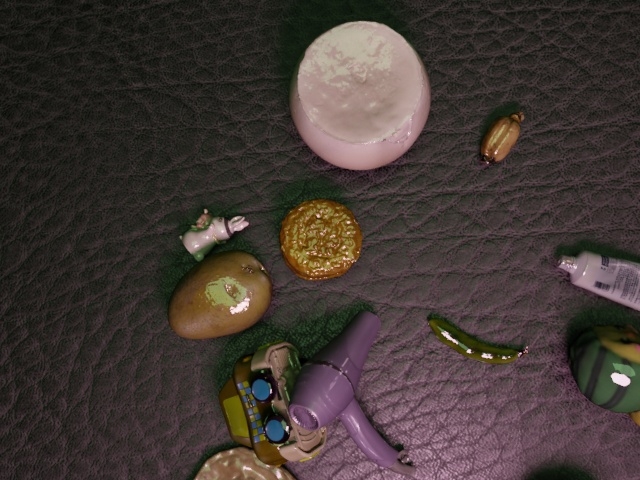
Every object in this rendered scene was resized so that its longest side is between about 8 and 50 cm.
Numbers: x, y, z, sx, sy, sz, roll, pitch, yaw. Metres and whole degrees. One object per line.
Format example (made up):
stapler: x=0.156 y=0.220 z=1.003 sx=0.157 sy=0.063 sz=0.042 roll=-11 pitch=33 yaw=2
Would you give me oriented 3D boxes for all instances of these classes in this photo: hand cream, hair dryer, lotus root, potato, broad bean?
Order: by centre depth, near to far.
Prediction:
hair dryer: x=0.102 y=0.358 z=1.334 sx=0.361 sy=0.121 sz=0.301 roll=57 pitch=43 yaw=-14
potato: x=-0.228 y=0.129 z=1.380 sx=0.251 sy=0.159 sz=0.174 roll=-31 pitch=57 yaw=7
hand cream: x=0.687 y=0.096 z=1.391 sx=0.340 sy=0.078 sz=0.124 roll=19 pitch=82 yaw=-2
broad bean: x=0.344 y=0.229 z=1.393 sx=0.227 sy=0.039 sz=0.069 roll=15 pitch=89 yaw=4
lotus root: x=0.417 y=-0.239 z=1.447 sx=0.072 sy=0.063 sz=0.152 roll=38 pitch=92 yaw=34

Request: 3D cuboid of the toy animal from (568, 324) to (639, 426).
toy animal: x=0.681 y=0.295 z=1.291 sx=0.338 sy=0.216 sz=0.191 roll=16 pitch=109 yaw=8

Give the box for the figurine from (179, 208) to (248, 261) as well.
figurine: x=-0.251 y=-0.031 z=1.440 sx=0.146 sy=0.081 sz=0.098 roll=-40 pitch=81 yaw=-3

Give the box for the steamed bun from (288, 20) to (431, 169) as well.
steamed bun: x=0.087 y=-0.317 z=1.403 sx=0.324 sy=0.206 sz=0.324 roll=-1 pitch=81 yaw=5

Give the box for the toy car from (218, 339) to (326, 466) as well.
toy car: x=-0.116 y=0.358 z=1.343 sx=0.198 sy=0.204 sz=0.248 roll=-25 pitch=80 yaw=23

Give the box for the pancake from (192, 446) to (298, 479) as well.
pancake: x=-0.160 y=0.592 z=1.359 sx=0.294 sy=0.049 sz=0.294 roll=-1 pitch=82 yaw=6

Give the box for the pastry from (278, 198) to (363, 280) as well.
pastry: x=0.000 y=0.000 z=1.411 sx=0.188 sy=0.103 sz=0.189 roll=0 pitch=82 yaw=2
